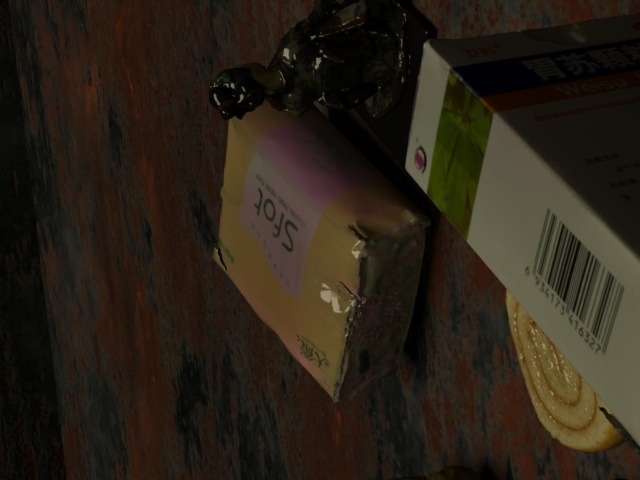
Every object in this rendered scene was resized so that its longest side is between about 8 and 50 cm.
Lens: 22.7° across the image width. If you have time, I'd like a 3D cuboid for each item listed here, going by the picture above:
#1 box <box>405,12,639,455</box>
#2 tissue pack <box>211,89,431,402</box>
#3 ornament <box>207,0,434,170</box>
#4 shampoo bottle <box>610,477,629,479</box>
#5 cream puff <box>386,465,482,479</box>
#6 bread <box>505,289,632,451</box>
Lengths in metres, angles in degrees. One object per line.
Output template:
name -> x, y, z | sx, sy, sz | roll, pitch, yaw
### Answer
box -> 0.210, -0.022, 0.983 | 0.299, 0.200, 0.106 | -126, 34, -44
tissue pack -> 0.000, 0.000, 1.588 | 0.256, 0.123, 0.215 | 45, 139, 41
ornament -> -0.020, -0.156, 1.464 | 0.153, 0.196, 0.166 | 51, 144, 46
shampoo bottle -> 0.265, 0.269, 1.171 | 0.072, 0.072, 0.214 | 101, 148, -43
cream puff -> 0.099, 0.326, 1.471 | 0.244, 0.196, 0.244 | 5, 98, 37
bread -> 0.209, 0.082, 1.214 | 0.122, 0.073, 0.149 | -18, 86, 62
